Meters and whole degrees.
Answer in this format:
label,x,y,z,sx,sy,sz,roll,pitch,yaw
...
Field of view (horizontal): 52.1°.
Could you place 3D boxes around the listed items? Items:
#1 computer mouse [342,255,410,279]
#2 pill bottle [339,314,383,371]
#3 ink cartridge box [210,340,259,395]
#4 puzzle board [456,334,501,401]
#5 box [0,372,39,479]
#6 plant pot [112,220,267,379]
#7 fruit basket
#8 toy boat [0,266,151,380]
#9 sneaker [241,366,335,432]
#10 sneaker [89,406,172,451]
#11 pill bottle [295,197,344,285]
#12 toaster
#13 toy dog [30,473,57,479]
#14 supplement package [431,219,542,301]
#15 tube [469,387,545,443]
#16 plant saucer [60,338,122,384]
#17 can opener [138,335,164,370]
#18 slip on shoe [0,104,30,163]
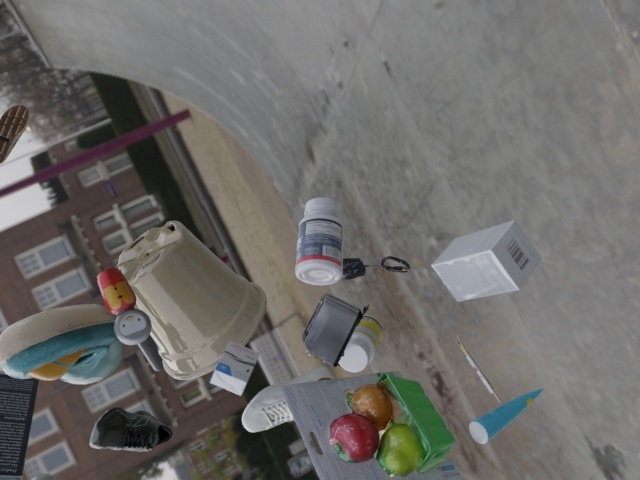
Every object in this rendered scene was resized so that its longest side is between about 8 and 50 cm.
label,x,y,z,sx,sy,sz,roll,pitch,yaw
computer mouse,0.140,0.084,1.909,0.041,0.241,0.071,-63,-37,-54
pill bottle,0.126,0.330,2.091,0.119,0.119,0.208,66,-158,-8
ink cartridge box,-0.117,0.174,0.923,0.083,0.048,0.028,-68,2,-61
puzzle board,0.316,0.257,1.317,0.128,0.011,0.096,54,-171,-6
box,-1.048,0.666,2.078,0.396,0.211,0.294,-108,37,-51
plant pot,-0.360,0.131,1.689,0.305,0.333,0.334,54,175,-29
fruit basket,0.113,0.452,1.523,0.327,0.352,0.166,57,142,43
toy boat,-0.463,0.185,1.264,0.148,0.318,0.267,62,-155,9
sneaker,-0.089,0.453,1.812,0.106,0.290,0.123,59,180,-17
sneaker,-0.467,0.476,1.635,0.106,0.101,0.267,17,177,19
pill bottle,0.000,0.000,1.480,0.108,0.107,0.180,82,-171,-60
toaster,0.031,0.224,1.703,0.110,0.186,0.168,27,176,-3
toy dog,-0.646,0.713,1.459,0.334,0.160,0.220,-119,11,-57
supplement package,0.338,0.045,1.342,0.105,0.105,0.179,52,148,-11
tube,0.421,0.387,1.476,0.052,0.207,0.080,61,146,12
plant saucer,-0.564,0.257,1.527,0.037,0.194,0.195,-112,0,-72
can opener,-0.506,0.260,1.899,0.074,0.093,0.281,-122,14,-56
slip on shoe,-0.646,-0.220,1.355,0.051,0.136,0.041,24,180,-23
